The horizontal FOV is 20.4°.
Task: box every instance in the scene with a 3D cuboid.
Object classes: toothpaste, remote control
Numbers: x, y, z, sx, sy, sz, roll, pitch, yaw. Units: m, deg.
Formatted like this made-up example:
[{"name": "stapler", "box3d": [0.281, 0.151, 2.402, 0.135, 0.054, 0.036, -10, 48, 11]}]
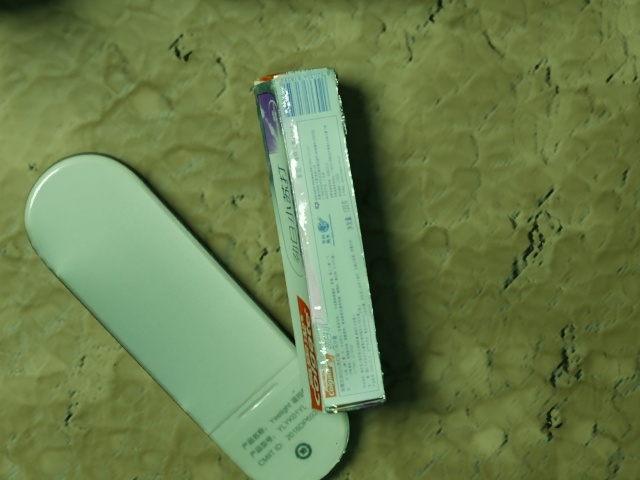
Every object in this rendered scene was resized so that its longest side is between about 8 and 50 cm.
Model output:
[{"name": "toothpaste", "box3d": [0.000, 0.000, 1.021, 0.040, 0.047, 0.196, -10, 93, -16]}, {"name": "remote control", "box3d": [-0.077, 0.049, 1.044, 0.077, 0.022, 0.245, -42, 101, 2]}]
